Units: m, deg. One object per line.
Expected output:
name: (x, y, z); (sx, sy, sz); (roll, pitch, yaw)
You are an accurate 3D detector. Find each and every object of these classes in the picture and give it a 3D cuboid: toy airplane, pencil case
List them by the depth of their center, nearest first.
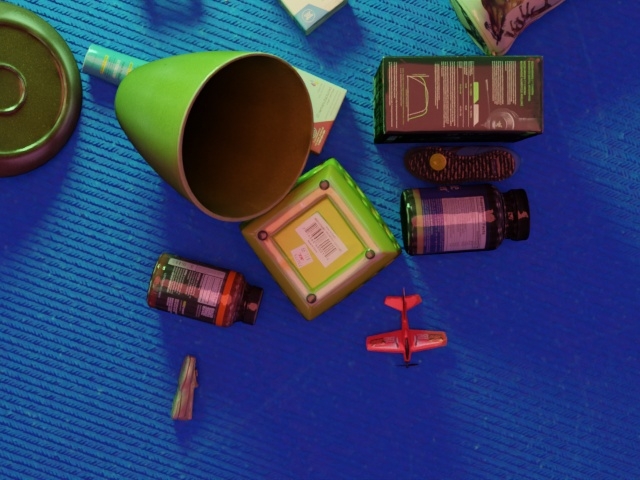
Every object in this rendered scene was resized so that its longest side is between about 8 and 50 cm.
pencil case: (0.407, -0.488, 1.812); (0.410, 0.160, 0.183); (-37, 82, 1)
toy airplane: (0.154, 0.161, 1.899); (0.151, 0.028, 0.151); (0, 92, -2)

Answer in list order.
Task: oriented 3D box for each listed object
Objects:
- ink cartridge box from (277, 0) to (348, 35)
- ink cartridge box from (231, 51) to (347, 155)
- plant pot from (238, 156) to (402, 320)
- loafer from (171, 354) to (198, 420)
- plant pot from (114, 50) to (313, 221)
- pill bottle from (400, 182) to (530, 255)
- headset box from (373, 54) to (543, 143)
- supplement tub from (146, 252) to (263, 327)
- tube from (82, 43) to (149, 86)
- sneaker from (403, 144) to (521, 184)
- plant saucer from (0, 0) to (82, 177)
ink cartridge box: (-0.043, -0.473, 1.857); (0.104, 0.060, 0.180); (-39, 92, 1)
ink cartridge box: (-0.057, -0.245, 1.860); (0.175, 0.072, 0.127); (23, 92, -2)
plant pot: (0.000, 0.000, 1.804); (0.227, 0.207, 0.228); (-37, 91, 1)
loafer: (-0.243, 0.271, 1.897); (0.039, 0.045, 0.125); (12, 99, -18)
plant pot: (-0.211, -0.202, 1.729); (0.294, 0.275, 0.274); (23, 92, 42)
pill bottle: (0.257, -0.039, 1.846); (0.219, 0.123, 0.122); (-4, 92, -1)
headset box: (0.238, -0.238, 1.778); (0.283, 0.246, 0.131); (-1, 92, -2)
supplement tub: (-0.205, 0.095, 1.856); (0.198, 0.106, 0.106); (16, 92, -2)
tube: (-0.324, -0.295, 1.872); (0.207, 0.052, 0.080); (19, 103, -8)
sneaker: (0.259, -0.140, 1.878); (0.209, 0.082, 0.069); (2, 102, 18)
plant saucer: (-0.560, -0.263, 1.795); (0.311, 0.050, 0.310); (-3, 97, -30)
